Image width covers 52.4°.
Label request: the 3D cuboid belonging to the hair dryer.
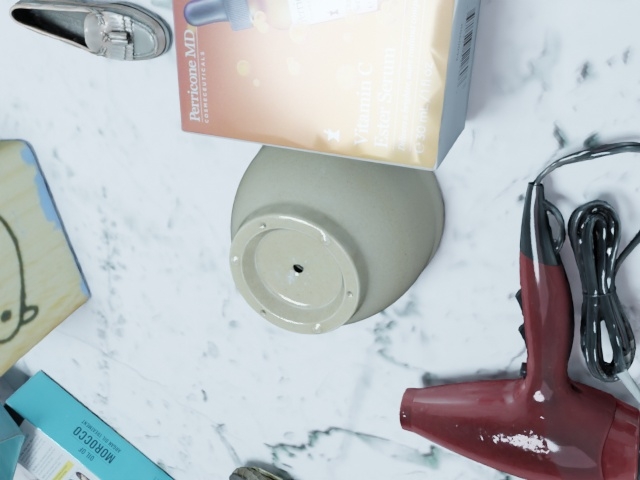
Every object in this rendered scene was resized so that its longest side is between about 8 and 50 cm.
[{"bbox_3d":[0.176,0.084,0.490,0.293,0.080,0.224,-43,81,31],"label":"hair dryer"}]

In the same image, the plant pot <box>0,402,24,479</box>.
[{"bbox_3d":[-0.488,0.218,0.754,0.234,0.165,0.166,43,124,26],"label":"plant pot"}]

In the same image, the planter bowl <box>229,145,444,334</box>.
[{"bbox_3d":[0.000,0.000,0.477,0.161,0.109,0.162,11,124,17],"label":"planter bowl"}]

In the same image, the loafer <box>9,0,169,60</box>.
[{"bbox_3d":[-0.179,-0.162,0.500,0.125,0.039,0.045,18,124,13],"label":"loafer"}]

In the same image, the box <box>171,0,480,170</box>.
[{"bbox_3d":[0.005,-0.128,0.401,0.170,0.091,0.130,10,118,18],"label":"box"}]

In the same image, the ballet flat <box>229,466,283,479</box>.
[{"bbox_3d":[0.006,0.327,0.715,0.249,0.058,0.084,38,149,6],"label":"ballet flat"}]

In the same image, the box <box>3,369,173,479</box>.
[{"bbox_3d":[-0.288,0.278,0.807,0.244,0.060,0.100,41,127,-4],"label":"box"}]

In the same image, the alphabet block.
[{"bbox_3d":[-0.377,0.028,0.608,0.193,0.197,0.193,0,120,24],"label":"alphabet block"}]
